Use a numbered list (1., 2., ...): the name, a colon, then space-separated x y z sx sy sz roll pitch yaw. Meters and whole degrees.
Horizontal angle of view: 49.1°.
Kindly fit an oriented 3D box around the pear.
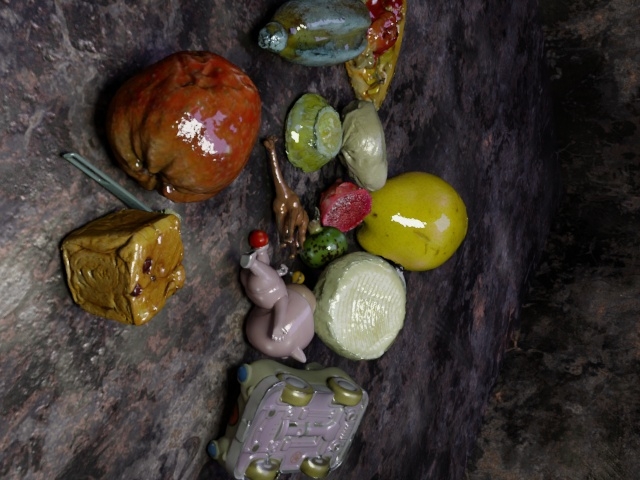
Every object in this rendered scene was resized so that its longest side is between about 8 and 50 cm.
1. pear: 0.247 -0.061 1.964 0.336 0.285 0.285 25 68 -15

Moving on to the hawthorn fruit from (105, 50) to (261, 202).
1. hawthorn fruit: -0.222 -0.192 1.180 0.262 0.258 0.258 -46 140 -5

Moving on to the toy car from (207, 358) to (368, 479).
1. toy car: -0.082 0.379 1.558 0.336 0.226 0.242 14 102 -42

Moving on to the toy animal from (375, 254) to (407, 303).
1. toy animal: 0.119 0.163 1.851 0.235 0.165 0.187 -45 134 -46

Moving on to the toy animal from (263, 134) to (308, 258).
1. toy animal: -0.083 -0.095 1.569 0.224 0.066 0.230 51 35 -61

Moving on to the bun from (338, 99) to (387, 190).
1. bun: 0.097 -0.241 1.763 0.210 0.116 0.237 88 -12 -72

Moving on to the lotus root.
1. lotus root: -0.024 -0.465 1.548 0.322 0.140 0.158 -17 136 -38

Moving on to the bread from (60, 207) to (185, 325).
1. bread: -0.316 0.039 1.145 0.143 0.158 0.149 -39 126 -55

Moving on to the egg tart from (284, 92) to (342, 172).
1. egg tart: -0.010 -0.258 1.658 0.197 0.078 0.197 -8 100 -58

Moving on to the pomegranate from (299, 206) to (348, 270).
1. pomegranate: 0.000 0.000 1.689 0.122 0.122 0.162 -39 114 -49

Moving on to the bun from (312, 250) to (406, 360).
1. bun: 0.074 0.149 1.653 0.259 0.152 0.260 -2 93 -34

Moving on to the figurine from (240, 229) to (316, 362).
1. figurine: -0.090 0.123 1.518 0.186 0.176 0.288 -30 109 -29

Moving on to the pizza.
1. pizza: 0.115 -0.573 1.760 0.406 0.130 0.440 13 84 -60

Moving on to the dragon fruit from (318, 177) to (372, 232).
1. dragon fruit: 0.041 -0.100 1.768 0.153 0.111 0.153 -20 138 -19

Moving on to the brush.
1. brush: -0.333 -0.082 1.196 0.266 0.062 0.027 43 44 -48
